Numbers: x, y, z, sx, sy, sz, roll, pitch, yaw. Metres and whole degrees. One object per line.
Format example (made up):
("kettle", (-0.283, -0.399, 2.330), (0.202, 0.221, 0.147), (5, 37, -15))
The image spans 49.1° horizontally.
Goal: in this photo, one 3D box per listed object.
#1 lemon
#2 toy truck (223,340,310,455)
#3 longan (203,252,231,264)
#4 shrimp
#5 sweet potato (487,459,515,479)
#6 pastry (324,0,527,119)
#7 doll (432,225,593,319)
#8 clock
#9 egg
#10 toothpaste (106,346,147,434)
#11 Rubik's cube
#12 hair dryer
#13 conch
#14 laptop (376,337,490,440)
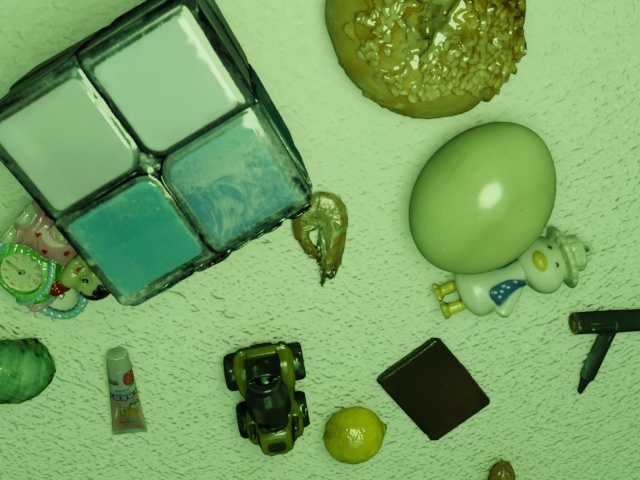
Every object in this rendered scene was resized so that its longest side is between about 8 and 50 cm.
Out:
("lemon", (0.067, 0.380, 1.370), (0.133, 0.109, 0.109), (-7, 114, -11))
("toy truck", (-0.092, 0.300, 1.284), (0.147, 0.165, 0.224), (-9, 114, -4))
("longan", (-0.190, -0.011, 1.177), (0.106, 0.106, 0.119), (36, 107, -19))
("shrimp", (0.000, 0.000, 1.236), (0.099, 0.041, 0.180), (-3, 114, -5))
("sweet potato", (0.370, 0.634, 1.526), (0.106, 0.095, 0.354), (22, 112, 14))
("pastry", (0.167, -0.318, 1.044), (0.316, 0.184, 0.284), (26, 108, -17))
("doll", (0.351, 0.061, 1.267), (0.293, 0.138, 0.119), (-19, 154, 4))
("clock", (-0.437, 0.037, 1.169), (0.195, 0.100, 0.194), (39, 107, -17))
("egg", (0.263, -0.066, 1.146), (0.219, 0.219, 0.269), (34, 117, -19))
("toothpaste", (-0.370, 0.289, 1.316), (0.067, 0.043, 0.194), (-5, 119, -8))
("Rubik's cube", (-0.225, -0.154, 0.996), (0.316, 0.313, 0.318), (-28, 115, 5))
("hair dryer", (0.575, 0.224, 1.405), (0.173, 0.050, 0.195), (-2, 117, -5))
("conch", (-0.580, 0.235, 1.223), (0.188, 0.122, 0.176), (-13, 138, 2))
("laptop", (0.228, 0.298, 1.402), (0.154, 0.026, 0.207), (-38, 113, 7))
